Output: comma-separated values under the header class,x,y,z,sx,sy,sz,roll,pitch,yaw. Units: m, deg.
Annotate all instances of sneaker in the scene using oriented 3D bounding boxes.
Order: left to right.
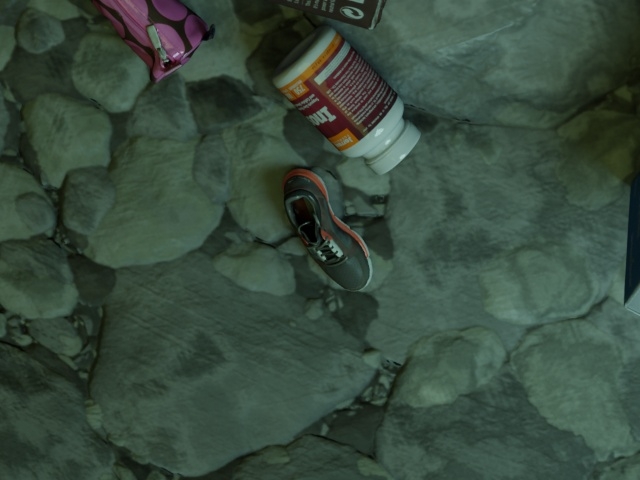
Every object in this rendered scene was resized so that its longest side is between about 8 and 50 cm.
class,x,y,z,sx,sy,sz,roll,pitch,yaw
sneaker,0.000,0.000,1.865,0.061,0.065,0.158,-25,111,24

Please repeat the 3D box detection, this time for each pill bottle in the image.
class,x,y,z,sx,sy,sz,roll,pitch,yaw
pill bottle,0.029,-0.142,1.765,0.086,0.086,0.152,-38,106,28

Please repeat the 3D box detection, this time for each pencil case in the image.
class,x,y,z,sx,sy,sz,roll,pitch,yaw
pencil case,-0.207,-0.259,1.741,0.095,0.098,0.209,-38,106,28

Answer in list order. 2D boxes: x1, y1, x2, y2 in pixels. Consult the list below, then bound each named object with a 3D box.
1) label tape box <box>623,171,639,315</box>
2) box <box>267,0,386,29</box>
class,x,y,z,sx,sy,sz,roll,pitch,yaw
label tape box,0.419,-0.101,1.611,0.115,0.249,0.347,28,121,-5
box,-0.102,-0.352,1.583,0.381,0.191,0.143,15,160,0
